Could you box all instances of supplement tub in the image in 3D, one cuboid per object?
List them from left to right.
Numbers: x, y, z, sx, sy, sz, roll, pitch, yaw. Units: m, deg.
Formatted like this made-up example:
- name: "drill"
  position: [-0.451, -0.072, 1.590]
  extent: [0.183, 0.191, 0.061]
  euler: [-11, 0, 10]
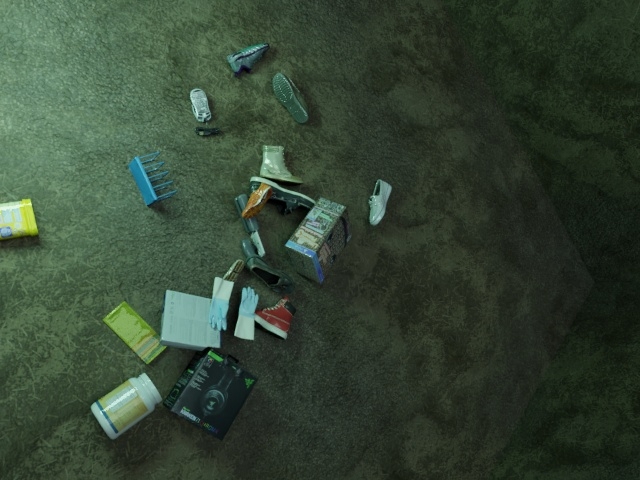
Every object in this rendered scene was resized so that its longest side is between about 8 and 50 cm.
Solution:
- name: "supplement tub"
  position: [-0.679, 0.578, 1.603]
  extent: [0.199, 0.144, 0.144]
  euler: [-33, 102, -31]

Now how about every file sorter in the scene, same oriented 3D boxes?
- name: "file sorter"
  position: [-0.638, -0.238, 1.744]
  extent: [0.104, 0.118, 0.170]
  euler: [-27, 98, -34]

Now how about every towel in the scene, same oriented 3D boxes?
- name: "towel"
  position: [-0.687, 0.345, 1.699]
  extent: [0.102, 0.021, 0.237]
  euler: [-47, 108, -28]

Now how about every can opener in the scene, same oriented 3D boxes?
- name: "can opener"
  position: [-0.315, -0.052, 1.945]
  extent: [0.095, 0.076, 0.284]
  euler: [-24, 96, -32]

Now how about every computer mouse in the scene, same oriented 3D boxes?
- name: "computer mouse"
  position: [-0.496, -0.537, 1.914]
  extent: [0.106, 0.042, 0.193]
  euler: [-18, 99, -27]

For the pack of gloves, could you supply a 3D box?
- name: "pack of gloves"
  position: [-0.339, 0.264, 1.821]
  extent: [0.195, 0.046, 0.232]
  euler: [18, 51, -23]

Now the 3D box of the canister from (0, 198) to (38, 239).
- name: "canister"
  position: [-1.040, -0.063, 1.500]
  extent: [0.169, 0.073, 0.126]
  euler: [-13, 91, -31]

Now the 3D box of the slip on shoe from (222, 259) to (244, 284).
- name: "slip on shoe"
  position: [-0.370, 0.137, 1.910]
  extent: [0.051, 0.041, 0.135]
  euler: [33, 87, -25]

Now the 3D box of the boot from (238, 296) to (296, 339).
- name: "boot"
  position: [-0.224, 0.299, 1.961]
  extent: [0.244, 0.088, 0.176]
  euler: [33, 60, -23]

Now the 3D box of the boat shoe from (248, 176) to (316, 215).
- name: "boat shoe"
  position: [-0.164, -0.168, 2.023]
  extent: [0.339, 0.127, 0.113]
  euler: [23, 74, -26]

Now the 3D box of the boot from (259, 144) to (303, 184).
- name: "boot"
  position: [-0.170, -0.340, 2.070]
  extent: [0.213, 0.077, 0.165]
  euler: [8, 78, -28]

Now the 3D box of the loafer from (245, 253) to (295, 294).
- name: "loafer"
  position: [-0.212, 0.164, 1.952]
  extent: [0.096, 0.084, 0.267]
  euler: [-45, 119, 12]

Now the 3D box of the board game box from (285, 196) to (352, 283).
- name: "board game box"
  position: [0.000, 0.000, 2.028]
  extent: [0.291, 0.141, 0.232]
  euler: [-56, 154, -24]

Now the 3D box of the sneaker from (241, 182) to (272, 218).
- name: "sneaker"
  position: [-0.273, -0.164, 1.915]
  extent: [0.175, 0.067, 0.064]
  euler: [-51, 148, -12]

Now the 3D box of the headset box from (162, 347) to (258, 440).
- name: "headset box"
  position: [-0.417, 0.578, 1.772]
  extent: [0.246, 0.131, 0.283]
  euler: [42, 64, -21]

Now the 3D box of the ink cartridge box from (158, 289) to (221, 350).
- name: "ink cartridge box"
  position: [-0.494, 0.310, 1.746]
  extent: [0.223, 0.045, 0.223]
  euler: [16, 43, -27]

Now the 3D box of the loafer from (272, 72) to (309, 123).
- name: "loafer"
  position: [-0.133, -0.671, 2.136]
  extent: [0.251, 0.094, 0.087]
  euler: [57, 35, -24]

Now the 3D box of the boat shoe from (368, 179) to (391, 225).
- name: "boat shoe"
  position: [0.286, -0.196, 2.333]
  extent: [0.084, 0.095, 0.258]
  euler: [31, 58, -21]

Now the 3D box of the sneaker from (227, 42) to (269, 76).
- name: "sneaker"
  position: [-0.316, -0.815, 2.051]
  extent: [0.223, 0.083, 0.098]
  euler: [-35, 125, -28]
